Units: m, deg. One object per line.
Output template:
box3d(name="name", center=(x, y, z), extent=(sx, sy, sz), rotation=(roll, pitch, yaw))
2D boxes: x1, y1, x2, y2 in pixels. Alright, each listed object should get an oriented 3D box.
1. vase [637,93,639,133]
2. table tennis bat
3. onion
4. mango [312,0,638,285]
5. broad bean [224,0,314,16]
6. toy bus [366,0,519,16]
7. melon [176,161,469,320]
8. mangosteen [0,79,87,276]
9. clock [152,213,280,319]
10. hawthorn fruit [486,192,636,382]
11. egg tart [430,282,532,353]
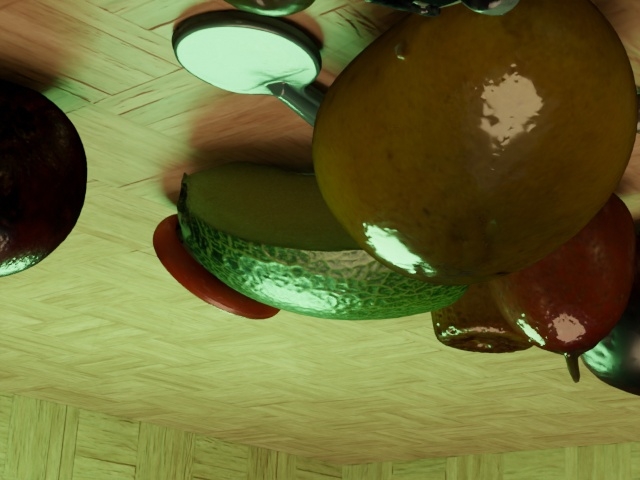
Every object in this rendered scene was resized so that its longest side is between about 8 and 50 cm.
box3d(name="vase", center=(0.376, -0.137, 1.395), extent=(0.100, 0.053, 0.053), rotation=(-6, 160, 38))
box3d(name="table tennis bat", center=(-0.053, -0.173, 1.394), extent=(0.149, 0.038, 0.237), rotation=(-8, 156, 31))
box3d(name="onion", center=(0.487, 0.123, 1.841), extent=(0.273, 0.285, 0.273), rotation=(-9, 131, -11))
box3d(name="mango", center=(0.145, -0.111, 1.278), extent=(0.301, 0.221, 0.445), rotation=(9, 153, 1))
box3d(name="broad bean", center=(-0.077, -0.264, 1.081), extent=(0.153, 0.072, 0.206), rotation=(-10, 146, 30))
box3d(name="toy bus", center=(0.142, -0.255, 0.889), extent=(0.276, 0.165, 0.133), rotation=(-12, 172, 38))
box3d(name="melon", center=(0.000, 0.000, 1.692), extent=(0.343, 0.226, 0.331), rotation=(-9, 180, -4))
box3d(name="mangosteen", center=(-0.384, -0.054, 1.485), extent=(0.235, 0.235, 0.261), rotation=(12, 140, -24))
box3d(name="clock", center=(-0.137, 0.036, 1.835), extent=(0.205, 0.205, 0.051), rotation=(18, 118, -38))
box3d(name="hawthorn fruit", center=(0.307, 0.053, 1.683), extent=(0.199, 0.251, 0.199), rotation=(-9, 170, -2))
box3d(name="egg tart", center=(0.236, 0.079, 1.941), extent=(0.202, 0.147, 0.202), rotation=(5, 164, 1))
